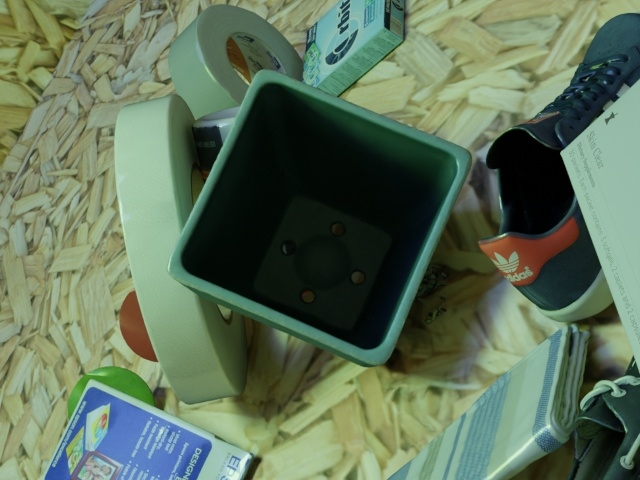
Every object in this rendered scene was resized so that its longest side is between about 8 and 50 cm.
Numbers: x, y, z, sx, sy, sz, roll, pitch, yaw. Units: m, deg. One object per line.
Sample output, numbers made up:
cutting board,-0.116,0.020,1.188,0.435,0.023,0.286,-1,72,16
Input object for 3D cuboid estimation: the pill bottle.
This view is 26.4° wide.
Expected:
pill bottle,-0.075,-0.045,1.723,0.130,0.130,0.245,12,117,62

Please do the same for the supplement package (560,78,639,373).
supplement package,0.321,0.010,1.007,0.145,0.204,0.262,-45,30,26

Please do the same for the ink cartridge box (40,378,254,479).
ink cartridge box,-0.245,0.365,1.739,0.307,0.072,0.303,19,78,35

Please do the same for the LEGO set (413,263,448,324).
LEGO set,0.119,0.053,1.514,0.054,0.023,0.083,-52,27,15

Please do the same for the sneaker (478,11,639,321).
sneaker,0.244,-0.102,1.311,0.131,0.148,0.350,-24,41,51

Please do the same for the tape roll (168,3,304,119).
tape roll,-0.113,-0.238,1.991,0.072,0.219,0.219,-38,34,35

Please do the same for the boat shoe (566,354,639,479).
boat shoe,0.243,0.161,1.072,0.302,0.091,0.114,-67,5,-33

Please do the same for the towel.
towel,0.134,0.205,1.242,0.285,0.034,0.209,-46,4,25

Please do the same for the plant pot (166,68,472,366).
plant pot,0.000,0.000,1.516,0.252,0.247,0.248,90,-157,-77

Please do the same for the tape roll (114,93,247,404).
tape roll,-0.168,0.012,1.705,0.072,0.392,0.392,-13,39,4

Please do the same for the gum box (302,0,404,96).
gum box,0.047,-0.297,1.973,0.184,0.041,0.157,-37,35,36

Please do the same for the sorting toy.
sorting toy,-0.281,0.219,1.992,0.365,0.127,0.126,-61,-3,3
